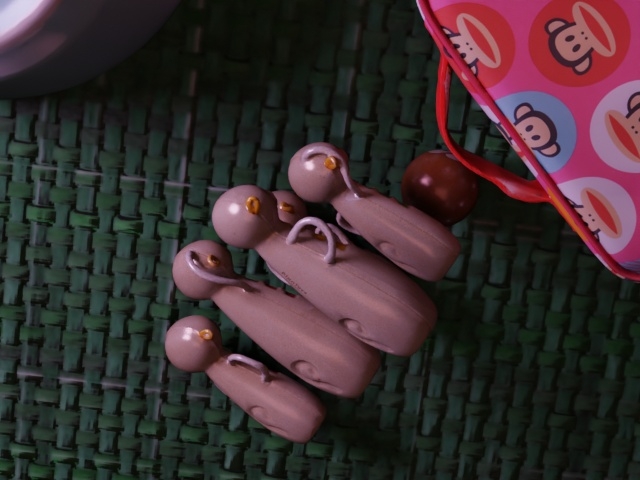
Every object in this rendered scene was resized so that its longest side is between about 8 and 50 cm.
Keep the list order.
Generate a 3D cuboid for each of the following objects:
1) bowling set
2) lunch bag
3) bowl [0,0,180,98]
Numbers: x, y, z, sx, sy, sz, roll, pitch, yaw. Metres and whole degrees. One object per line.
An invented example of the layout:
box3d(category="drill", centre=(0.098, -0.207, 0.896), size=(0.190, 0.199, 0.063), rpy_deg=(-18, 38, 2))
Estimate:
box3d(category="bowling set", centre=(0.000, 0.000, 1.341), size=(0.154, 0.200, 0.287), rpy_deg=(34, 150, -5))
box3d(category="lunch bag", centre=(0.198, -0.121, 1.292), size=(0.258, 0.120, 0.293), rpy_deg=(-32, 106, 13))
box3d(category="bowl", centre=(-0.229, -0.219, 1.251), size=(0.312, 0.163, 0.311), rpy_deg=(1, 109, 3))
